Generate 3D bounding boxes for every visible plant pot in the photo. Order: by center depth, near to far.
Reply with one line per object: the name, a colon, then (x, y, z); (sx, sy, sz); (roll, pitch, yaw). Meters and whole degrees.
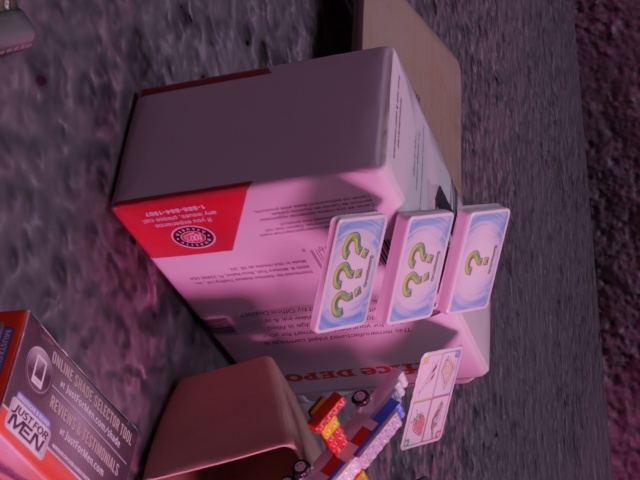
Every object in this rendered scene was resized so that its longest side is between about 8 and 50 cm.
plant pot: (-0.054, 0.146, 0.919); (0.096, 0.109, 0.109); (-94, 164, -44)

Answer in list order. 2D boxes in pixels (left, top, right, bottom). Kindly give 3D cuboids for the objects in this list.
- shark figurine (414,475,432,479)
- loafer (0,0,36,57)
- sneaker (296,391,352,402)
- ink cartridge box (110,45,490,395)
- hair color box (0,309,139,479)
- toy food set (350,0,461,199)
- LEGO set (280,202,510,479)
shark figurine: (0.113, 0.356, 1.296); (0.166, 0.116, 0.278); (46, 39, -57)
loafer: (-0.204, -0.113, 0.589); (0.251, 0.094, 0.087); (-84, 155, -80)
sneaker: (0.017, 0.043, 1.155); (0.080, 0.094, 0.212); (50, 38, -55)
ink cartridge box: (0.000, 0.000, 0.969); (0.273, 0.197, 0.114); (60, 30, -48)
hair color box: (-0.169, 0.079, 0.514); (0.093, 0.167, 0.053); (60, 30, -47)
toy food set: (0.060, -0.138, 1.381); (0.220, 0.092, 0.306); (39, 45, -47)
LEGO set: (0.057, 0.101, 0.870); (0.182, 0.060, 0.244); (-5, 113, -48)
